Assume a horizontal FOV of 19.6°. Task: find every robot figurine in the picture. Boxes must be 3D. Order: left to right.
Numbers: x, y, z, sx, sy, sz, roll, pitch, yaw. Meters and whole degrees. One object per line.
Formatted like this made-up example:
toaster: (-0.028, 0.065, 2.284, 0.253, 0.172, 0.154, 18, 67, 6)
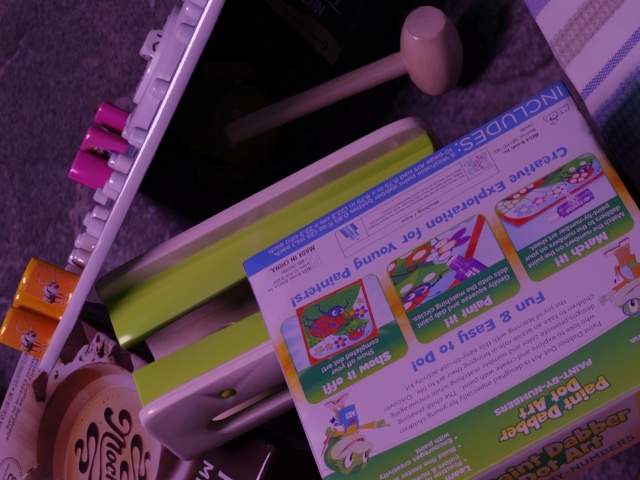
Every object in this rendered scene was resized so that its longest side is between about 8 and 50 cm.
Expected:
robot figurine: (-0.076, -0.100, 1.536, 0.115, 0.067, 0.101, 21, 112, 45)

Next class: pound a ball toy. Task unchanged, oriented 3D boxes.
pound a ball toy: (0.000, 0.000, 1.357, 0.319, 0.136, 0.208, -28, 59, 7)

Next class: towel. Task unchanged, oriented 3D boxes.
towel: (0.244, -0.154, 1.224, 0.209, 0.034, 0.285, -51, 51, 34)

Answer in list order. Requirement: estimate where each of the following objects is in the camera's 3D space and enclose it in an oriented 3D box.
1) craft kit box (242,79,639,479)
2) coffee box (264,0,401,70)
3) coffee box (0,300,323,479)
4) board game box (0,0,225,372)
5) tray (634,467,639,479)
craft kit box: (0.097, 0.049, 1.155, 0.250, 0.061, 0.247, -29, 44, 8)
coffee box: (0.032, -0.238, 1.451, 0.113, 0.040, 0.184, 48, 120, 38)
coffee box: (-0.126, 0.181, 1.501, 0.297, 0.119, 0.168, 27, 99, 40)
board game box: (-0.128, -0.145, 1.437, 0.390, 0.050, 0.390, -85, 20, -66)
tray: (0.245, 0.212, 1.052, 0.203, 0.076, 0.411, 17, 84, 63)
